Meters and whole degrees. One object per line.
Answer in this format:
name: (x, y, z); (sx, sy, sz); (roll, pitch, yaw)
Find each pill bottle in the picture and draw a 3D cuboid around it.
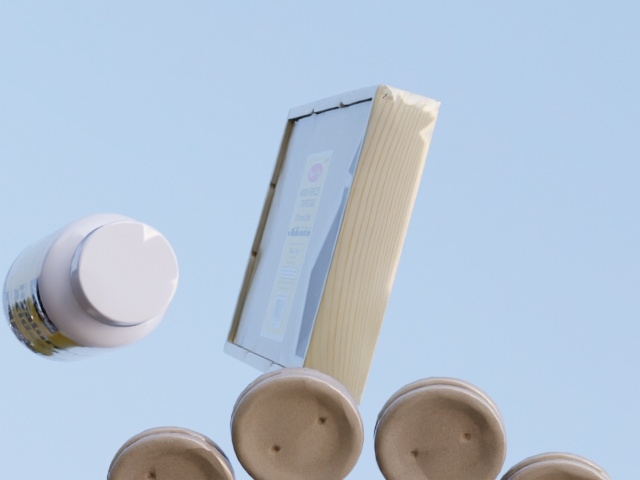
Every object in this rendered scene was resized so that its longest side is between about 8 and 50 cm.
pill bottle: (-0.107, 0.022, 0.929); (0.065, 0.065, 0.116); (47, -23, -9)

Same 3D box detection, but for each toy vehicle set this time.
toy vehicle set: (0.000, 0.000, 1.142); (0.035, 0.166, 0.267); (16, -2, -11)

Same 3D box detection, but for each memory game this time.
memory game: (0.009, 0.120, 0.561); (0.186, 0.012, 0.186); (1, -70, 2)
